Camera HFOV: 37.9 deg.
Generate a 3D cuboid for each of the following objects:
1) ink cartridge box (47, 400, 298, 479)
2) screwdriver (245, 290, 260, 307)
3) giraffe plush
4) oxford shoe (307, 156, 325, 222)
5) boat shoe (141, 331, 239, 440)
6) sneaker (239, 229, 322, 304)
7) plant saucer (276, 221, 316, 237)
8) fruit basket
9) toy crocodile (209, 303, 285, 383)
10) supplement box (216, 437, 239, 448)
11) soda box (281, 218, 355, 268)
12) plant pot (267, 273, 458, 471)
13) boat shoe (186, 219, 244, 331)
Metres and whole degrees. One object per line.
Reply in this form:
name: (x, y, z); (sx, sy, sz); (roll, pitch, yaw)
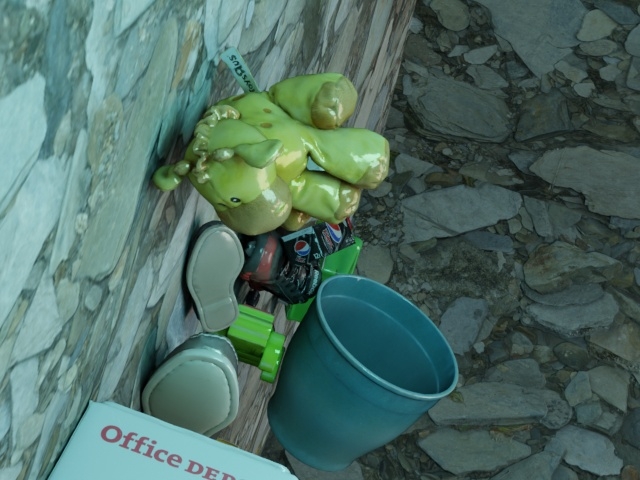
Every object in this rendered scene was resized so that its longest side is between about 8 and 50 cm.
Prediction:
ink cartridge box: (-0.177, 0.335, 0.860); (0.129, 0.223, 0.307); (104, 7, -50)
screwdriver: (-0.120, 0.087, 1.765); (0.170, 0.025, 0.024); (-81, -173, -66)
giraffe plush: (-0.057, -0.079, 0.896); (0.181, 0.210, 0.170); (-45, -175, 33)
oxford shoe: (-0.041, -0.094, 1.363); (0.449, 0.130, 0.169); (-129, -167, -86)
boat shoe: (-0.161, 0.202, 1.193); (0.324, 0.116, 0.097); (109, -2, -50)
sneaker: (-0.062, 0.042, 1.519); (0.276, 0.135, 0.098); (76, 36, -79)
plant saucer: (-0.032, -0.078, 1.876); (0.310, 0.050, 0.311); (19, 90, -84)
fruit basket: (-0.004, 0.018, 2.202); (0.353, 0.165, 0.327); (-88, -170, -46)
toy crocodile: (-0.114, 0.158, 1.518); (0.340, 0.115, 0.105); (99, 9, -74)
supplement box: (-0.226, 0.487, 1.745); (0.078, 0.080, 0.233); (103, 5, -67)
soda box: (0.000, 0.000, 1.489); (0.053, 0.060, 0.169); (69, 20, -1)
plant pot: (0.046, 0.240, 1.560); (0.255, 0.271, 0.272); (-54, -177, 26)
boat shoe: (-0.142, 0.037, 1.182); (0.206, 0.075, 0.065); (95, -28, -51)
